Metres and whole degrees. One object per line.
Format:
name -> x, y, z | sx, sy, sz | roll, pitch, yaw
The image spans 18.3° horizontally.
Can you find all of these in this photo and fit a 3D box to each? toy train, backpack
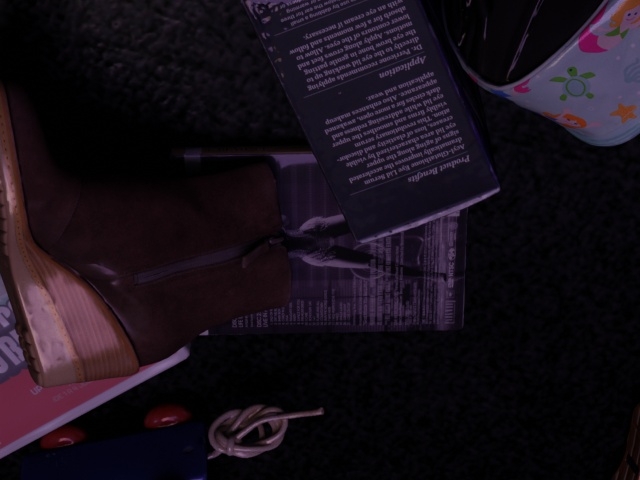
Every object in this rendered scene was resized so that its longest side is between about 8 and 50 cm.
toy train -> -0.103, 0.210, 1.590 | 0.248, 0.105, 0.143 | -12, 133, 5
backpack -> 0.199, -0.189, 1.259 | 0.191, 0.225, 0.253 | 29, 108, -29

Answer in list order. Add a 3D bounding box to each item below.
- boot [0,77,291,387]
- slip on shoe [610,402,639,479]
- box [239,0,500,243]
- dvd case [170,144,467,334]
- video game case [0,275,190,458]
boot -> -0.135, -0.028, 1.414 | 0.207, 0.090, 0.248 | -21, 117, -21
slip on shoe -> 0.267, 0.190, 1.618 | 0.041, 0.051, 0.135 | 1, 117, -16
box -> 0.032, -0.130, 1.340 | 0.108, 0.153, 0.207 | -21, 122, 10
dvd case -> 0.000, 0.000, 1.502 | 0.221, 0.018, 0.164 | -2, 123, -2
video game case -> -0.259, 0.029, 1.476 | 0.204, 0.025, 0.285 | -29, 119, 15
